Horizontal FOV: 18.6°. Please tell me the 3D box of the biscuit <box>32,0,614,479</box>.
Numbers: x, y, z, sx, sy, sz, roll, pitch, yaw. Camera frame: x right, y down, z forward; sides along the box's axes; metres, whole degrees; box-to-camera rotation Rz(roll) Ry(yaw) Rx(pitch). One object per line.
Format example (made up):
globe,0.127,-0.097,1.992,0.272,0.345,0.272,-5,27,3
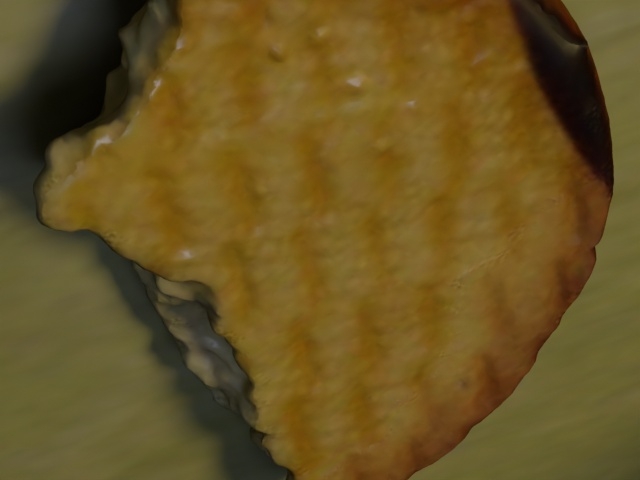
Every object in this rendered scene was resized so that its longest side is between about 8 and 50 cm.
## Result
biscuit,0.000,-0.001,0.540,0.176,0.031,0.228,-2,133,-24
